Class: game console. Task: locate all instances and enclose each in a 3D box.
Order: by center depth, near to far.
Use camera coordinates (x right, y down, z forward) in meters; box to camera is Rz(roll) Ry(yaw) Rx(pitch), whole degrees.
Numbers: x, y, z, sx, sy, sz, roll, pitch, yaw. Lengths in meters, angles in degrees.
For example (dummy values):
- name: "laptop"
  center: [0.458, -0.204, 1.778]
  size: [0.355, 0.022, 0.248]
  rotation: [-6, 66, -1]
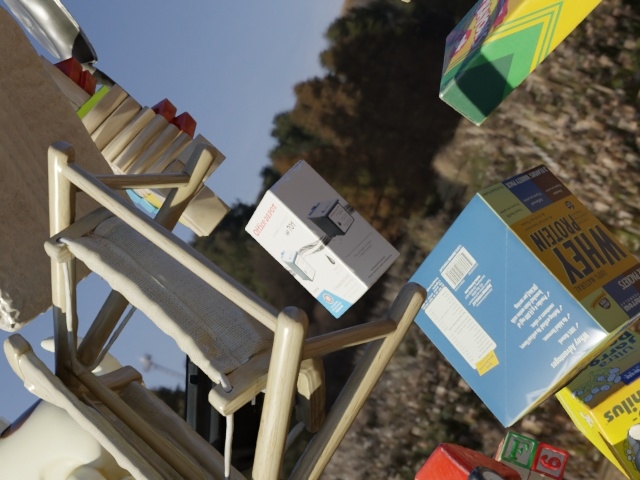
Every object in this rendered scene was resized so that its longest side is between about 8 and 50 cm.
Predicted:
- name: "game console"
  center: [-0.106, 0.261, 1.180]
  size: [0.213, 0.044, 0.361]
  rotation: [4, -93, -47]

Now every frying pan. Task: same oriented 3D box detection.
- name: "frying pan"
  center: [-0.355, -0.273, 1.360]
  size: [0.053, 0.197, 0.326]
  rotation: [-42, -38, -12]

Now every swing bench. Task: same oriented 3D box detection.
- name: "swing bench"
  center: [-0.097, 0.091, 0.736]
  size: [0.165, 0.253, 0.254]
  rotation: [-7, -57, -52]

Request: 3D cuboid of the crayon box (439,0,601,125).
- name: "crayon box"
  center: [0.298, -0.333, 1.366]
  size: [0.318, 0.081, 0.202]
  rotation: [-47, 16, 32]

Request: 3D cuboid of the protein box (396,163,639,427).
- name: "protein box"
  center: [0.232, 0.063, 1.114]
  size: [0.136, 0.201, 0.199]
  rotation: [-23, -25, -42]

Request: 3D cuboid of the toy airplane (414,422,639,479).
- name: "toy airplane"
  center: [0.324, 0.406, 1.140]
  size: [0.272, 0.386, 0.384]
  rotation: [-3, -99, -63]

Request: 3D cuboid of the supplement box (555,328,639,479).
- name: "supplement box"
  center: [0.613, 0.314, 2.011]
  size: [0.194, 0.195, 0.356]
  rotation: [-35, 11, 0]

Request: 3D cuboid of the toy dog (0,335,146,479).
- name: "toy dog"
  center: [-0.454, 0.362, 1.528]
  size: [0.284, 0.408, 0.395]
  rotation: [-74, -30, -60]

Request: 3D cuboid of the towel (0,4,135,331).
- name: "towel"
  center: [-0.288, -0.076, 0.860]
  size: [0.049, 0.282, 0.187]
  rotation: [-22, 14, 40]

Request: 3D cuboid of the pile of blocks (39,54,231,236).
- name: "pile of blocks"
  center: [-0.226, -0.124, 1.208]
  size: [0.112, 0.362, 0.149]
  rotation: [-50, -26, -15]

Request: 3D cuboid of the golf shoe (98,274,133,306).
- name: "golf shoe"
  center: [-0.269, 0.072, 1.660]
  size: [0.105, 0.273, 0.120]
  rotation: [6, -66, -56]

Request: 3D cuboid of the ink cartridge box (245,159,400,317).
- name: "ink cartridge box"
  center: [0.000, 0.000, 1.375]
  size: [0.082, 0.191, 0.139]
  rotation: [-46, -3, -28]

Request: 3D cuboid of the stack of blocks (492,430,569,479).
- name: "stack of blocks"
  center: [0.268, 0.402, 1.423]
  size: [0.297, 0.087, 0.171]
  rotation: [85, -154, -66]
